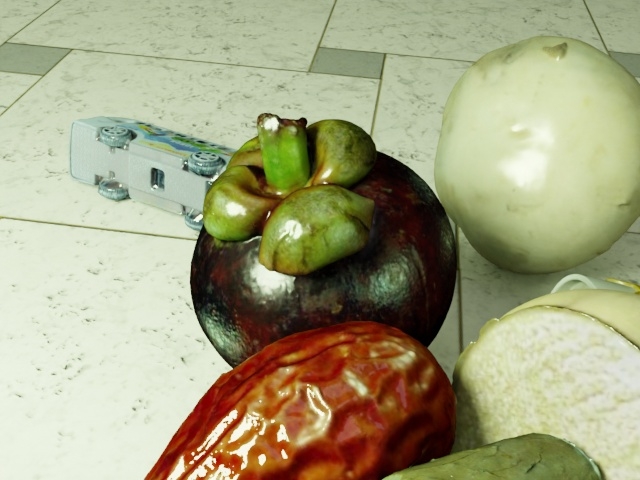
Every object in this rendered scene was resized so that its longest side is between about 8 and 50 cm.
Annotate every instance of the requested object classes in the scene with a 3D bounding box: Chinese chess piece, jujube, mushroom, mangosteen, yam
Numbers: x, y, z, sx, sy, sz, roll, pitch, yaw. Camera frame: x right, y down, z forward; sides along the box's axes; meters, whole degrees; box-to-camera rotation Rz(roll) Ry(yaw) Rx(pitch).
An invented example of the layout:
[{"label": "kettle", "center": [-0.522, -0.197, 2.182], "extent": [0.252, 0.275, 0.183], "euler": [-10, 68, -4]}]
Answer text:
[{"label": "Chinese chess piece", "center": [0.225, 0.174, 0.671], "extent": [0.112, 0.270, 0.270], "euler": [-3, 31, -35]}, {"label": "jujube", "center": [-0.018, 0.187, 0.689], "extent": [0.290, 0.197, 0.197], "euler": [-32, 44, -14]}, {"label": "mushroom", "center": [0.326, -0.110, 1.134], "extent": [0.314, 0.315, 0.336], "euler": [26, 14, 31]}, {"label": "mangosteen", "center": [0.006, 0.011, 0.885], "extent": [0.300, 0.300, 0.300], "euler": [2, 33, -2]}, {"label": "yam", "center": [0.076, 0.210, 0.574], "extent": [0.259, 0.106, 0.106], "euler": [-8, 34, -31]}]

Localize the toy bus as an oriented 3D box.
[{"label": "toy bus", "center": [-0.209, -0.104, 1.208], "extent": [0.329, 0.109, 0.136], "euler": [19, 27, 22]}]

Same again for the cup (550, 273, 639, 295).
[{"label": "cup", "center": [0.344, 0.145, 0.802], "extent": [0.226, 0.186, 0.241], "euler": [6, 17, -7]}]
